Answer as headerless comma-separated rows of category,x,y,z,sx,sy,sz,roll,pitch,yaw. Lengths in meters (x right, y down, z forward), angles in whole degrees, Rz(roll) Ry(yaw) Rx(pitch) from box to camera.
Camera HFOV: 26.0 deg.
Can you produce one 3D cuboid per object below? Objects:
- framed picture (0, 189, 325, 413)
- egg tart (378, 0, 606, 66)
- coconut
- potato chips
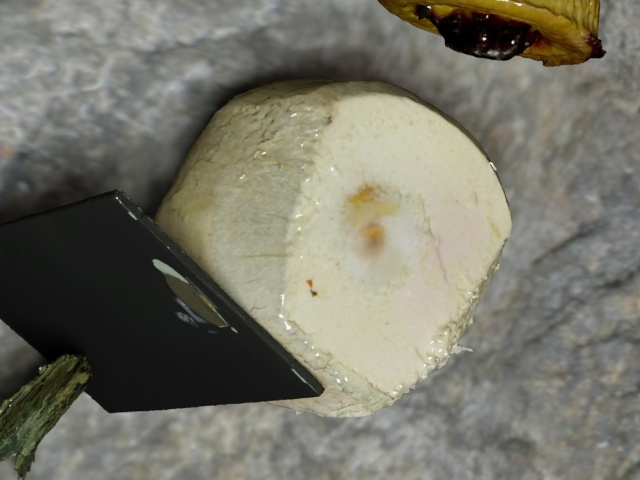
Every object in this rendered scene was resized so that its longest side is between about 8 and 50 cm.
framed picture,-0.176,0.065,1.172,0.244,0.324,0.013,46,56,-25
egg tart,0.163,-0.246,1.239,0.215,0.215,0.171,15,90,-23
coconut,0.000,0.000,1.224,0.297,0.254,0.297,2,85,-29
potato chips,-0.269,0.176,1.219,0.029,0.220,0.202,37,98,7
